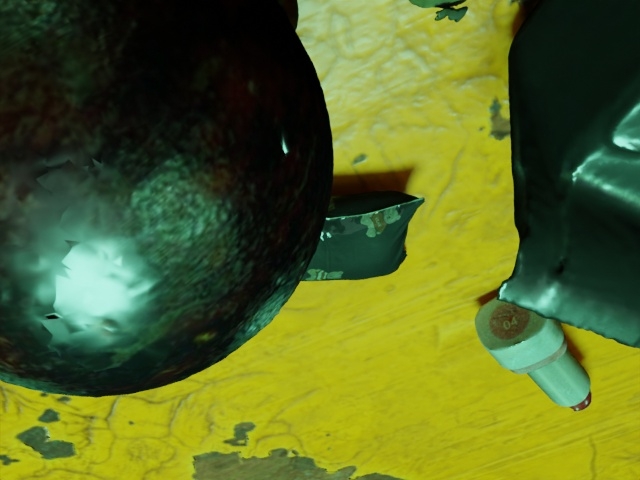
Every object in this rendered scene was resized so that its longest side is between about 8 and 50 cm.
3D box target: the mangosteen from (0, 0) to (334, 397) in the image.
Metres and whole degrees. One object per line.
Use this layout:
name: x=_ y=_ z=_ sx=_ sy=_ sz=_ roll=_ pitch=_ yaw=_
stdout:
mangosteen: x=-0.119 y=-0.065 z=0.447 sx=0.288 sy=0.288 sz=0.288 roll=-4 pitch=133 yaw=-4

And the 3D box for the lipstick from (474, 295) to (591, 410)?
lipstick: x=0.206 y=0.110 z=0.791 sx=0.063 sy=0.057 sz=0.186 roll=-28 pitch=136 yaw=18

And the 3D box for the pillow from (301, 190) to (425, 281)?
pillow: x=0.000 y=0.000 z=0.658 sx=0.150 sy=0.048 sz=0.090 roll=-4 pitch=131 yaw=-8

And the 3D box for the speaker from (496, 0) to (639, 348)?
speaker: x=0.247 y=-0.120 z=0.443 sx=0.180 sy=0.184 sz=0.388 roll=18 pitch=140 yaw=-14

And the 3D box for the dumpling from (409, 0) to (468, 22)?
dumpling: x=0.123 y=-0.252 z=0.413 sx=0.166 sy=0.086 sz=0.332 roll=-5 pitch=144 yaw=-51
